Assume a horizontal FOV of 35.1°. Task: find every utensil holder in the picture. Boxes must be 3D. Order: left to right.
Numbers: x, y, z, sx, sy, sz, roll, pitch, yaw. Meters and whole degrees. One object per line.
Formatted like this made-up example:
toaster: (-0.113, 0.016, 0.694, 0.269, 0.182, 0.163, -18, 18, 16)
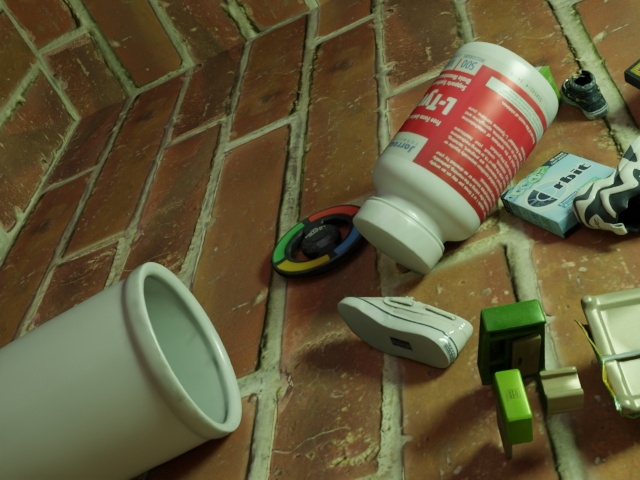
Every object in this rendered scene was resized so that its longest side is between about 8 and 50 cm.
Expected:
utensil holder: (-0.384, 0.265, 1.760, 0.385, 0.327, 0.327, -27, 28, 9)

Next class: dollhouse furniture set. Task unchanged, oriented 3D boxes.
dollhouse furniture set: (0.387, 0.189, 1.415, 0.302, 0.151, 0.197, -10, 51, 2)

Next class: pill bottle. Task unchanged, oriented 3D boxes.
pill bottle: (0.244, -0.149, 1.888, 0.407, 0.229, 0.229, -54, 33, -11)

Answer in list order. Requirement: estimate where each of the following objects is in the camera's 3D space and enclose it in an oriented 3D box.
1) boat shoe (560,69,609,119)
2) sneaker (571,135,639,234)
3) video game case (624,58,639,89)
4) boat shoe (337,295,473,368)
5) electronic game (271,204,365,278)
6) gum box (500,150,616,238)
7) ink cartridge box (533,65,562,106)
boat shoe: (0.538, -0.320, 2.091, 0.065, 0.083, 0.183, -28, 27, 4)
sneaker: (0.551, -0.091, 1.688, 0.235, 0.094, 0.153, -33, 29, -6)
video game case: (0.749, -0.328, 1.860, 0.275, 0.035, 0.248, -38, 48, -9)
boat shoe: (0.141, 0.135, 1.711, 0.088, 0.096, 0.267, -40, 30, -27)
electronic game: (0.000, 0.000, 2.121, 0.229, 0.048, 0.229, -24, 28, 14)
gum box: (0.442, -0.087, 1.842, 0.157, 0.041, 0.184, -36, 27, -9)
ink cartridge box: (0.358, -0.277, 2.181, 0.255, 0.097, 0.189, 4, 43, 46)
